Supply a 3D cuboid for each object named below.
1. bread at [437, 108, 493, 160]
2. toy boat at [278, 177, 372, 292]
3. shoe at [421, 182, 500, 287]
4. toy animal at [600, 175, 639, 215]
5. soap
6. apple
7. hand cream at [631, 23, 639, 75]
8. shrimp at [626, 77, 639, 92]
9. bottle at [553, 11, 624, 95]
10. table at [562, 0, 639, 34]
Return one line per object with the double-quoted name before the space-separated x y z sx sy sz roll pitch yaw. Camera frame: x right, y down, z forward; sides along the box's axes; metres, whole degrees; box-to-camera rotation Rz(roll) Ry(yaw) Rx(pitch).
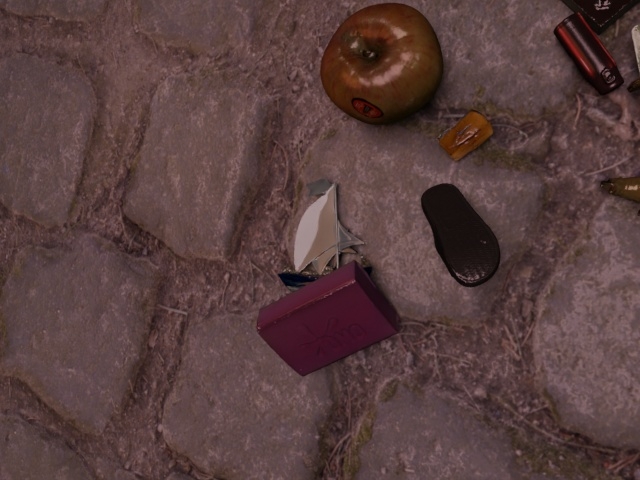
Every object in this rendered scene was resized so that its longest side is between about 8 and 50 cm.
"bread" 0.302 -0.220 1.043 0.106 0.053 0.072 -39 70 22
"toy boat" 0.026 0.014 1.143 0.210 0.070 0.291 19 91 19
"shoe" 0.285 -0.006 1.028 0.108 0.093 0.241 -22 56 4
"toy animal" 0.628 -0.094 0.886 0.219 0.103 0.101 -20 60 23
"soap" 0.017 0.174 1.082 0.259 0.081 0.181 -28 119 19
"apple" 0.129 -0.364 1.049 0.261 0.194 0.260 -2 84 24
"hand cream" 0.716 -0.346 0.852 0.306 0.093 0.147 -13 98 23
"shrimp" 0.666 -0.254 0.840 0.253 0.058 0.173 -10 107 39
"bottle" 0.513 -0.352 0.956 0.060 0.060 0.164 -31 76 19
"table" 0.497 -0.531 0.945 0.121 0.111 0.240 -41 72 16
